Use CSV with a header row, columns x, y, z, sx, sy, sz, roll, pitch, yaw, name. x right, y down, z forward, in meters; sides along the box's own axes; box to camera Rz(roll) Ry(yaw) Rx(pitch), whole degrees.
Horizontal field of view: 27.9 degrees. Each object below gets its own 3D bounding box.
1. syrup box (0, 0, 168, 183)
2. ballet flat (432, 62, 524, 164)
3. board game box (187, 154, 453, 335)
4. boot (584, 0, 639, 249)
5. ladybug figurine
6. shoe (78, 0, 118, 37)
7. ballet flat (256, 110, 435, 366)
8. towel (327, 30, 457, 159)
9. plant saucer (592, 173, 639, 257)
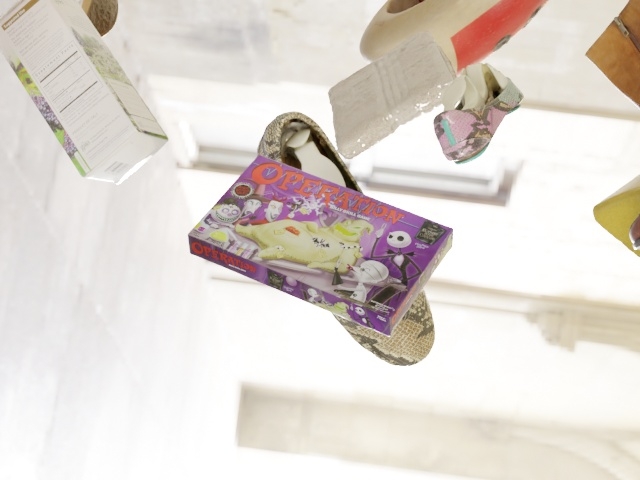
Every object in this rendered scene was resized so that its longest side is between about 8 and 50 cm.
x,y,z,sx,sy,sz,roll,pitch,yaw,name
-0.301,-0.194,1.604,0.237,0.096,0.093,55,13,13,syrup box
0.180,-0.158,1.478,0.079,0.077,0.221,65,30,-13,ballet flat
0.000,0.000,1.932,0.208,0.346,0.056,-50,152,-40,board game box
0.435,-0.160,1.723,0.280,0.096,0.264,56,-40,26,boot
0.273,-0.428,2.285,0.162,0.449,0.305,52,-8,-20,ladybug figurine
-0.378,-0.336,2.031,0.076,0.058,0.219,65,29,-42,shoe
0.043,-0.005,2.143,0.483,0.164,0.182,60,-11,6,ballet flat
0.099,-0.207,1.811,0.049,0.187,0.282,54,12,-19,towel
0.615,-0.026,1.859,0.332,0.333,0.081,-32,155,-36,plant saucer
